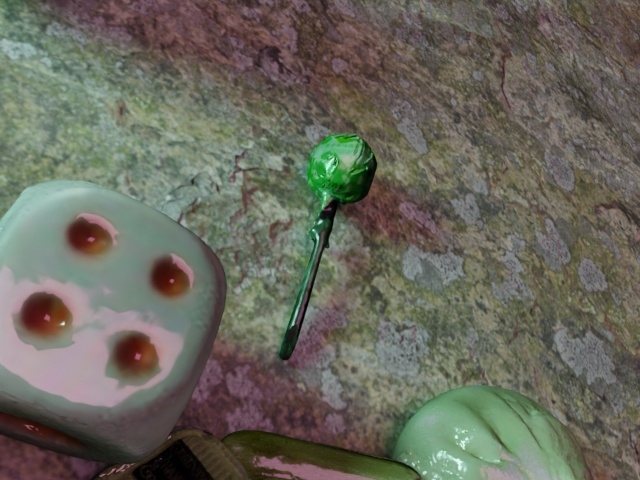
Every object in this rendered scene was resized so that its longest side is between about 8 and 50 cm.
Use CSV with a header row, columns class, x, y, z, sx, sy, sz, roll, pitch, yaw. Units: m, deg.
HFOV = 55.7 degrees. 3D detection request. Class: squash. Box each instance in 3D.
class,x,y,z,sx,sy,sz,roll,pitch,yaw
squash,0.003,0.253,0.644,0.239,0.069,0.069,16,60,-10

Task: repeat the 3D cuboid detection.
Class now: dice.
class,x,y,z,sx,sy,sz,roll,pitch,yaw
dice,-0.208,0.076,0.529,0.193,0.194,0.191,27,58,-20

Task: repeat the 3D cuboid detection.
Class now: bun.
class,x,y,z,sx,sy,sz,roll,pitch,yaw
bun,0.234,0.313,0.726,0.293,0.187,0.292,13,63,-26

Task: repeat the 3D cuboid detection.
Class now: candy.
class,x,y,z,sx,sy,sz,roll,pitch,yaw
candy,-0.002,0.000,0.786,0.097,0.097,0.323,27,64,-22

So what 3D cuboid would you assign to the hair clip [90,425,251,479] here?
class,x,y,z,sx,sy,sz,roll,pitch,yaw
hair clip,-0.210,0.278,0.503,0.322,0.138,0.091,-18,124,-38
